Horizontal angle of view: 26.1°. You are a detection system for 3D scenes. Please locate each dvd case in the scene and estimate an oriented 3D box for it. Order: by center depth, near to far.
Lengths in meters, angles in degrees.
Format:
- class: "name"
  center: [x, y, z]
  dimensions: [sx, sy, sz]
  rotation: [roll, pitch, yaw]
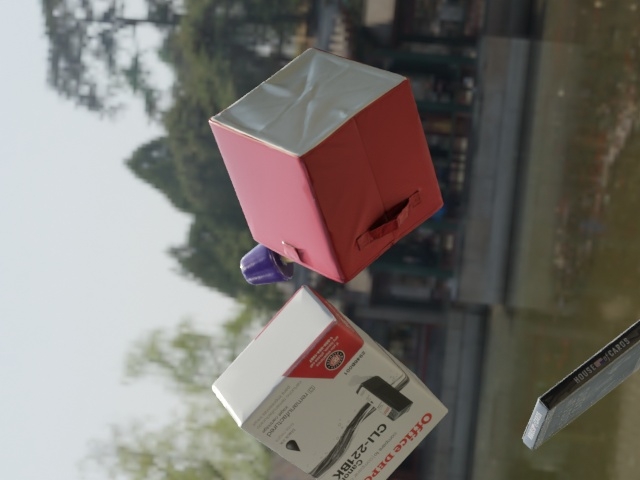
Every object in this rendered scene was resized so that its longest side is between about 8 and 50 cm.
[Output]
- class: "dvd case"
  center: [0.414, 0.213, 2.099]
  dimensions: [0.238, 0.029, 0.179]
  rotation: [-35, -23, -17]

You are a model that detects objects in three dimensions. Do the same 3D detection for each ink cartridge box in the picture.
- class: "ink cartridge box"
  center: [0.018, 0.223, 1.935]
  dimensions: [0.197, 0.273, 0.114]
  rotation: [-48, 38, 2]

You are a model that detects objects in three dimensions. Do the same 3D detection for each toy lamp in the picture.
- class: "toy lamp"
  center: [0.000, 0.000, 2.173]
  dimensions: [0.080, 0.274, 0.080]
  rotation: [49, -153, -36]

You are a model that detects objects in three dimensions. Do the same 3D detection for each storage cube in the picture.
- class: "storage cube"
  center: [0.007, -0.097, 1.702]
  dimensions: [0.183, 0.215, 0.193]
  rotation: [-38, -50, -24]
